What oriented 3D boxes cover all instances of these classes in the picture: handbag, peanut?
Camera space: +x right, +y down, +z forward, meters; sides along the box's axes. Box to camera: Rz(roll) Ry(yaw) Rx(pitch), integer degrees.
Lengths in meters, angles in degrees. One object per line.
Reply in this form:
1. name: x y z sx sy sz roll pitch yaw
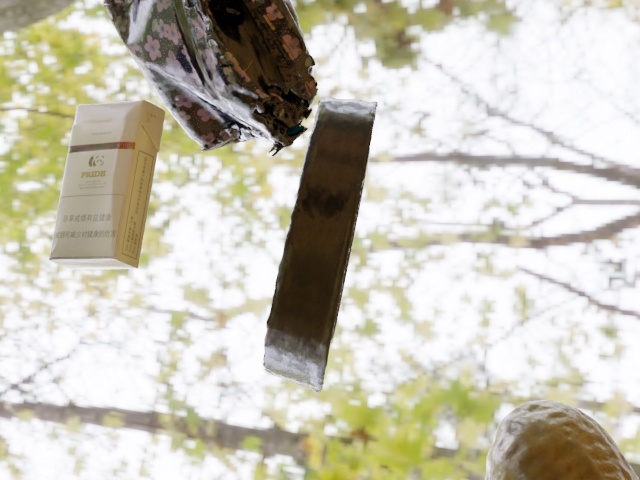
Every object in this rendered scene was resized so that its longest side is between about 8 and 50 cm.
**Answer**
1. handbag: -0.098 -0.194 1.520 0.127 0.208 0.228 -42 -70 -26
2. peanut: 0.208 0.231 1.280 0.129 0.224 0.129 -16 -43 -16

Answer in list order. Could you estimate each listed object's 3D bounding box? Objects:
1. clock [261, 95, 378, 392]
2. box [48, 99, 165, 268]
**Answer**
1. clock: 0.000 0.000 0.974 0.040 0.184 0.184 11 -98 1
2. box: -0.198 -0.051 1.454 0.040 0.084 0.154 27 -113 -51
